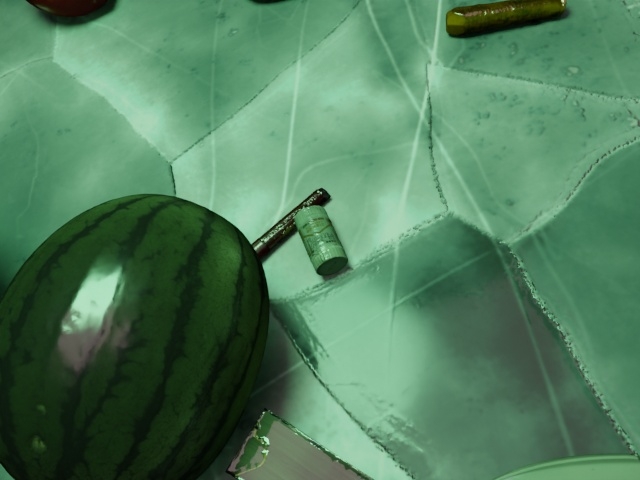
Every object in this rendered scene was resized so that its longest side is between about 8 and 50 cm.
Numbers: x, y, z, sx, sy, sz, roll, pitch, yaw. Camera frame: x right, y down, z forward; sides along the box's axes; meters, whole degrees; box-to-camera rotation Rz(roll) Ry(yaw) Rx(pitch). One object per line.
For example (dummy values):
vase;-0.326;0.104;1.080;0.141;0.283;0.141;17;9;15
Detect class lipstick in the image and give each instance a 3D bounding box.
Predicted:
lipstick;-0.058;-0.011;0.820;0.176;0.027;0.027;-42;63;-10

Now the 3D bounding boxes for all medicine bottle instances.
medicine bottle;0.000;0.000;0.789;0.047;0.047;0.083;-24;61;1

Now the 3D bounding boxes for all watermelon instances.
watermelon;-0.204;0.123;0.648;0.279;0.279;0.359;10;66;18

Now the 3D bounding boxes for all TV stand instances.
TV stand;0.038;0.280;0.620;0.270;0.088;0.082;27;75;23

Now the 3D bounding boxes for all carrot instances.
carrot;0.271;-0.332;0.894;0.171;0.042;0.042;-6;63;7

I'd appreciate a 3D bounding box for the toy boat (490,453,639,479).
toy boat;0.293;0.259;0.552;0.270;0.140;0.140;-12;62;9

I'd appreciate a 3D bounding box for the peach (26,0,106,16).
peach;-0.454;-0.487;1.064;0.198;0.197;0.197;-5;64;11
